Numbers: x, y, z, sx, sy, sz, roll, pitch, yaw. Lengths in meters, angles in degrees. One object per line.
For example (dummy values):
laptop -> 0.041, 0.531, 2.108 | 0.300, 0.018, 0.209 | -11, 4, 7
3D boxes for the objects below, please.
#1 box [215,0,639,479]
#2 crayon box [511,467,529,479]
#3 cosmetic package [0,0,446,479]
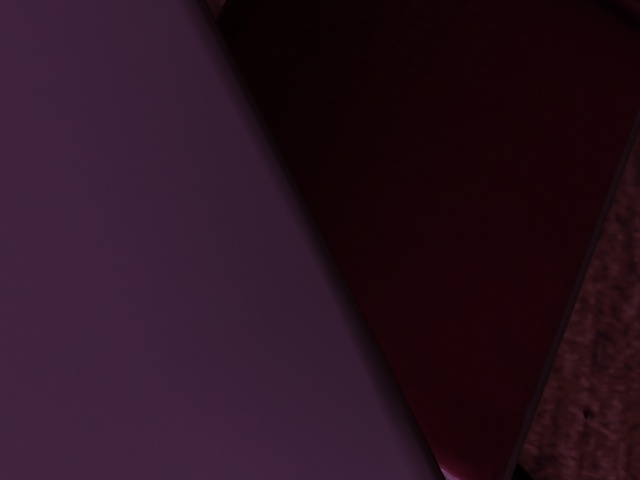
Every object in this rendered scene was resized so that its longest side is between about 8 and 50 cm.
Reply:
box -> 0.008, -0.013, 0.624 | 0.126, 0.232, 0.148 | 30, 144, -7
crayon box -> -0.020, 0.178, 1.023 | 0.318, 0.081, 0.202 | -14, 131, 42
cosmetic package -> -0.152, -0.075, 0.386 | 0.385, 0.156, 0.217 | 64, 159, -3
